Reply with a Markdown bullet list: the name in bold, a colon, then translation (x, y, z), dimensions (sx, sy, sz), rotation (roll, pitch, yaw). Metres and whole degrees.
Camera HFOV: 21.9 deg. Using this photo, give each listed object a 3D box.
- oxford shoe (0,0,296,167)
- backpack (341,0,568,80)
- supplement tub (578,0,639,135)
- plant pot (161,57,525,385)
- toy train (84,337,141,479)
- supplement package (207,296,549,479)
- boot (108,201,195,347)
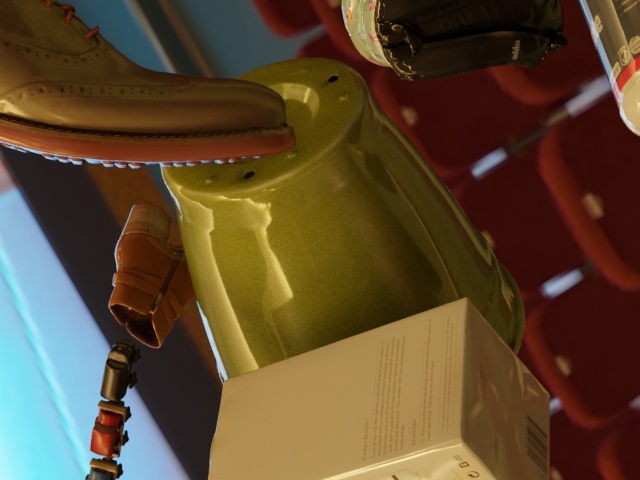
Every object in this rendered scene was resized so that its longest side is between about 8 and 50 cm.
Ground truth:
- **oxford shoe**: translation (-0.181, -0.117, 1.030), dimensions (0.123, 0.348, 0.130), rotation (-168, 86, -78)
- **backpack**: translation (0.112, -0.210, 1.455), dimensions (0.115, 0.182, 0.152), rotation (32, 142, 64)
- **supplement tub**: translation (0.361, -0.256, 1.688), dimensions (0.191, 0.191, 0.272), rotation (94, 162, -65)
- **plant pot**: translation (0.000, 0.000, 1.836), dimensions (0.366, 0.366, 0.353), rotation (39, 160, 53)
- **toy train**: translation (-0.169, 0.154, 1.325), dimensions (0.036, 0.027, 0.158), rotation (-54, -24, -68)
- **supplement package**: translation (0.057, 0.211, 1.624), dimensions (0.175, 0.293, 0.177), rotation (48, -146, -36)
- **boot**: translation (-0.173, 0.065, 1.965), dimensions (0.073, 0.152, 0.197), rotation (-27, 130, 37)
